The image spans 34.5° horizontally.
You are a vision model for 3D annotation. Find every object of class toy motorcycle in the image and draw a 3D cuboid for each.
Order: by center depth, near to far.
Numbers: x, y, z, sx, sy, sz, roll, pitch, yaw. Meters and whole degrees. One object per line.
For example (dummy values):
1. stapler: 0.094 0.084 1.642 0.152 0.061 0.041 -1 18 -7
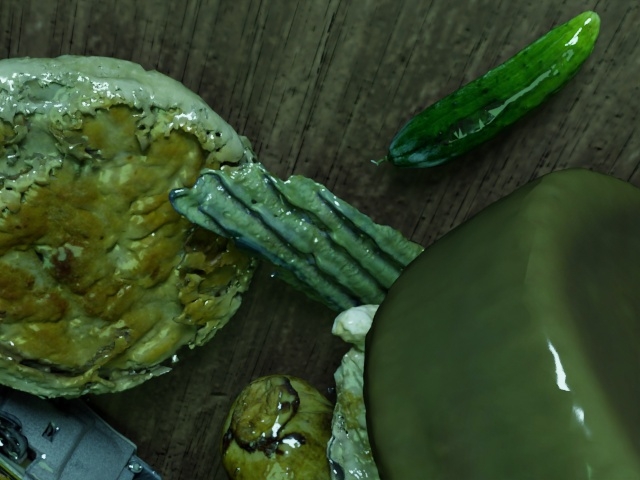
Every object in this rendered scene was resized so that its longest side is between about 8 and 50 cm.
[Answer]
1. toy motorcycle: -0.228 0.188 0.867 0.263 0.091 0.157 41 133 -17

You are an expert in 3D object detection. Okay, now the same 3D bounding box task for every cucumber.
1. cucumber: 0.099 -0.079 0.618 0.168 0.039 0.039 -32 116 29

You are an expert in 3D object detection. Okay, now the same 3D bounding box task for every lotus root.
1. lotus root: 0.002 0.178 0.800 0.094 0.108 0.191 -30 127 25

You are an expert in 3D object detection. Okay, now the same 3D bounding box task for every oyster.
1. oyster: 0.065 0.125 0.728 0.191 0.081 0.163 44 85 -22

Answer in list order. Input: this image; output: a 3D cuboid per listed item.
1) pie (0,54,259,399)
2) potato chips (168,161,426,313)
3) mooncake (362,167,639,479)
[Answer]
1. pie: -0.165 0.000 0.676 0.274 0.055 0.274 -9 128 -12
2. potato chips: 0.000 0.000 0.679 0.092 0.028 0.207 -33 131 27
3. mooncake: 0.162 0.107 0.600 0.284 0.284 0.155 39 131 -18
